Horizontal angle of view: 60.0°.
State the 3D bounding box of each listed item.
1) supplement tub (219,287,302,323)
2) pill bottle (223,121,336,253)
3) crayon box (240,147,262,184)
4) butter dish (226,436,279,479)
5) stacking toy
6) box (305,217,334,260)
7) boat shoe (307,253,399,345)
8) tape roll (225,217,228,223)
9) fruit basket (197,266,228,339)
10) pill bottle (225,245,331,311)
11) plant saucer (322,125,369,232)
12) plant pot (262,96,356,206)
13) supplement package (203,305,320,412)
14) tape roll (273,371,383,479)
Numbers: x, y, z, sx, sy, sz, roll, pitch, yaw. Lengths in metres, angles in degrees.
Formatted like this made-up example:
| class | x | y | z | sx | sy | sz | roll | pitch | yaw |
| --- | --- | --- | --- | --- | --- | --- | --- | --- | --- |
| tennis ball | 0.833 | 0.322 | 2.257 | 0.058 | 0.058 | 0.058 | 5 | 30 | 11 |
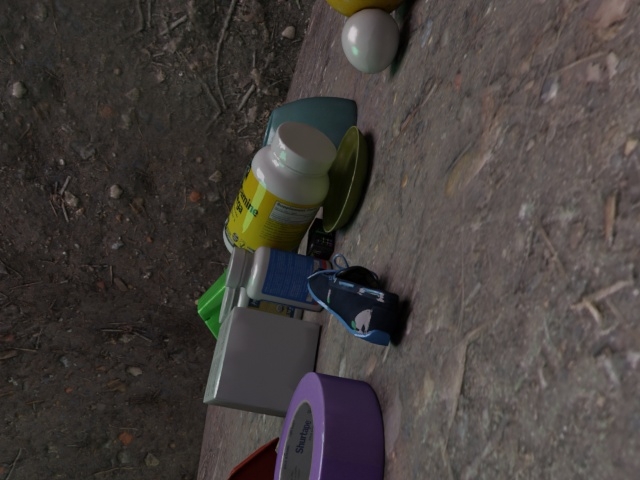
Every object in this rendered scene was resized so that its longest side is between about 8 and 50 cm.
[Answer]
| class | x | y | z | sx | sy | sz | roll | pitch | yaw |
| --- | --- | --- | --- | --- | --- | --- | --- | --- | --- |
| supplement tub | -0.157 | 0.178 | 1.468 | 0.144 | 0.200 | 0.144 | -167 | 90 | -78 |
| pill bottle | -0.094 | -0.102 | 1.298 | 0.188 | 0.188 | 0.334 | -90 | 24 | -48 |
| crayon box | -0.134 | -0.314 | 1.875 | 0.323 | 0.083 | 0.203 | -52 | 5 | -18 |
| butter dish | -0.128 | 0.532 | 1.184 | 0.160 | 0.118 | 0.160 | -23 | -36 | -50 |
| stacking toy | 0.098 | -0.576 | 1.113 | 0.350 | 0.351 | 0.480 | 164 | 101 | -76 |
| box | 0.000 | 0.000 | 1.304 | 0.062 | 0.052 | 0.083 | 121 | 159 | -53 |
| boat shoe | 0.062 | 0.083 | 0.881 | 0.258 | 0.109 | 0.089 | 31 | 100 | 60 |
| tape roll | -0.169 | -0.119 | 1.770 | 0.286 | 0.100 | 0.286 | -45 | 2 | 2 |
| fruit basket | -0.199 | 0.153 | 1.735 | 0.392 | 0.283 | 0.392 | -33 | 7 | 4 |
| pill bottle | -0.096 | 0.081 | 1.249 | 0.124 | 0.221 | 0.124 | -166 | 90 | -77 |
| plant saucer | 0.058 | -0.131 | 1.224 | 0.241 | 0.037 | 0.241 | -167 | 90 | -77 |
| plant pot | -0.046 | -0.250 | 1.449 | 0.290 | 0.195 | 0.290 | -167 | 90 | -77 |
| supplement package | -0.140 | 0.288 | 1.274 | 0.262 | 0.199 | 0.198 | 132 | 150 | -66 |
| tape roll | 0.003 | 0.343 | 0.835 | 0.275 | 0.090 | 0.274 | -166 | 90 | -79 |
